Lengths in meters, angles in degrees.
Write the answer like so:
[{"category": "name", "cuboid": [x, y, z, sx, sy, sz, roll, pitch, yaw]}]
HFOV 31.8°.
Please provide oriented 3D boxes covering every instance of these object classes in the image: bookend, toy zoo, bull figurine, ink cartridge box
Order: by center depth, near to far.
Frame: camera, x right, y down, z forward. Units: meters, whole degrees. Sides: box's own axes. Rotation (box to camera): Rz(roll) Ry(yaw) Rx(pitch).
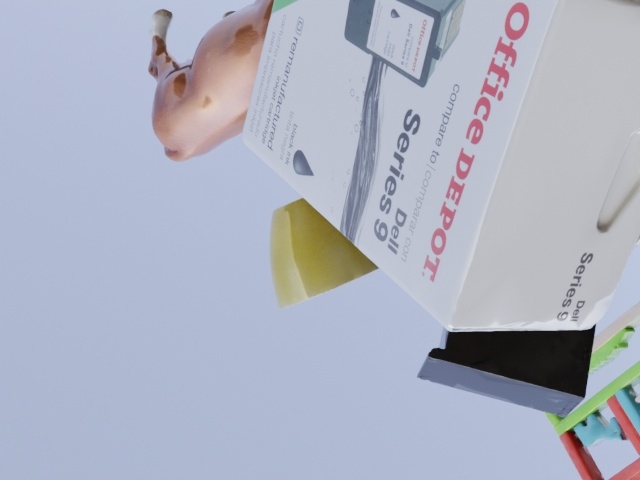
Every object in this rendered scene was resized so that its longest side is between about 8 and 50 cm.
[{"category": "ink cartridge box", "cuboid": [0.080, -0.101, 0.719, 0.121, 0.211, 0.289, 2, -155, -32]}, {"category": "bull figurine", "cuboid": [-0.051, -0.196, 1.086, 0.101, 0.310, 0.188, 31, -139, -45]}, {"category": "bookend", "cuboid": [0.193, 0.078, 1.133, 0.157, 0.072, 0.156, 14, -114, 1]}, {"category": "toy zoo", "cuboid": [0.381, 0.239, 1.274, 0.030, 0.192, 0.293, 6, -132, -45]}]

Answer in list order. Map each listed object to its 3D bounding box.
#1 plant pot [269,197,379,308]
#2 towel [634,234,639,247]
[{"category": "plant pot", "cuboid": [0.000, 0.000, 1.153, 0.134, 0.134, 0.095, -24, -89, -34]}, {"category": "towel", "cuboid": [0.335, -0.090, 1.193, 0.049, 0.282, 0.187, 18, -129, -9]}]
